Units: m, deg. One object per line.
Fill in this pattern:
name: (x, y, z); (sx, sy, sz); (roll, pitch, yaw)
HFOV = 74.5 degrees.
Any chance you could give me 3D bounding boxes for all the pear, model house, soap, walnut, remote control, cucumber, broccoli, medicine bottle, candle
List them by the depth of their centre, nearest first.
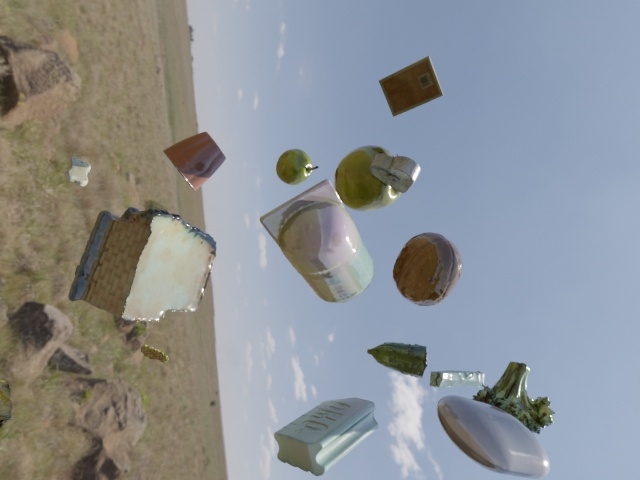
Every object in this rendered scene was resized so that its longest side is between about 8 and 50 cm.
remote control: (0.425, 0.481, 1.039); (0.104, 0.331, 0.221); (-60, -151, 9)
walnut: (0.273, 0.076, 1.083); (0.167, 0.167, 0.207); (-114, -146, -48)
soap: (0.023, 0.568, 1.260); (0.172, 0.289, 0.095); (-5, -86, 42)
medicine bottle: (0.000, 0.000, 1.289); (0.406, 0.235, 0.236); (57, 10, -49)
remote control: (-0.841, -0.238, 1.457); (0.032, 0.074, 0.122); (-43, -139, 21)
broccoli: (0.677, 0.550, 1.486); (0.262, 0.247, 0.244); (6, -114, 50)
candle: (0.278, -0.242, 1.519); (0.192, 0.168, 0.068); (20, -105, 45)
model house: (-0.699, 0.072, 1.619); (0.445, 0.399, 0.396); (28, 74, -69)
cucumber: (0.313, 0.476, 1.732); (0.134, 0.244, 0.135); (7, 90, -80)
pear: (0.191, -0.255, 1.741); (0.294, 0.293, 0.295); (175, -90, -74)
pear: (-0.106, -0.338, 1.976); (0.216, 0.180, 0.166); (18, -41, 30)

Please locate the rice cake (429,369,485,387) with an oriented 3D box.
rice cake: (0.568, 0.567, 1.722); (0.062, 0.336, 0.066); (-2, -102, 51)

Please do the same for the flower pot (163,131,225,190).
flower pot: (-0.458, -0.308, 1.563); (0.191, 0.173, 0.191); (49, -8, 9)

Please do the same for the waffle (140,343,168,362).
waffle: (-0.461, 0.316, 1.171); (0.078, 0.085, 0.016); (99, 9, -51)

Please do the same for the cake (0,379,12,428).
cake: (-0.597, 0.302, 0.673); (0.116, 0.184, 0.080); (27, -69, 32)

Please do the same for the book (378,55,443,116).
book: (0.378, -0.641, 1.766); (0.241, 0.018, 0.170); (-12, -68, 41)
